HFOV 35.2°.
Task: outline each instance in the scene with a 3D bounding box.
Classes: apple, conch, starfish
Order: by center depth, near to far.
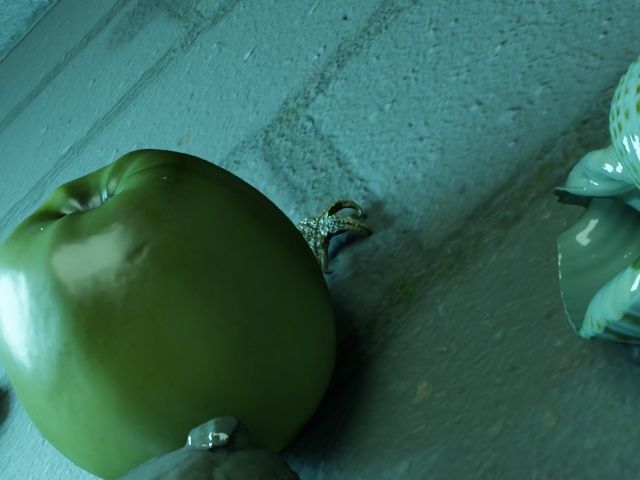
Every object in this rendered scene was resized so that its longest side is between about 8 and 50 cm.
[{"bbox_3d":[0.214,-0.024,0.560,0.200,0.131,0.172,101,174,-75],"label":"conch"},{"bbox_3d":[-0.115,0.058,0.763,0.262,0.262,0.262,-31,35,25],"label":"apple"},{"bbox_3d":[0.000,0.000,0.889,0.091,0.028,0.078,-51,33,4],"label":"starfish"}]

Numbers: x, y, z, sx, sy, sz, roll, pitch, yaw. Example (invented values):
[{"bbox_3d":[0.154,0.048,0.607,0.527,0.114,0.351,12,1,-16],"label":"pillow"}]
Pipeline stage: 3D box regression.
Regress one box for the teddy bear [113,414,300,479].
[{"bbox_3d":[-0.126,0.222,0.619,0.267,0.236,0.151,-31,73,5],"label":"teddy bear"}]
